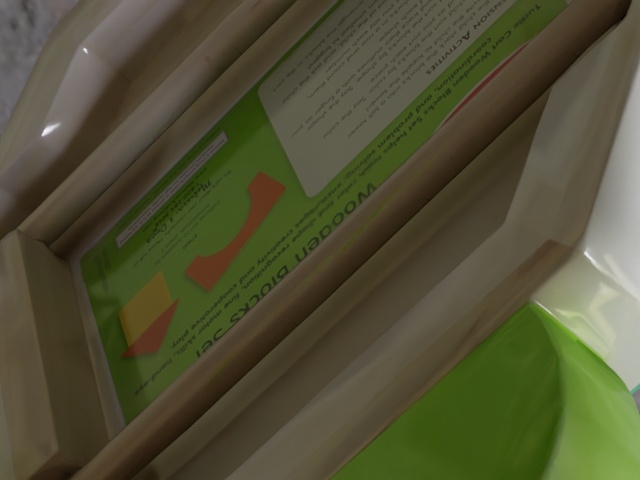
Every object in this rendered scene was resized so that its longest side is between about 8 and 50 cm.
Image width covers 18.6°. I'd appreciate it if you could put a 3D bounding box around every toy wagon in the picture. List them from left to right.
[{"bbox_3d":[0.000,0.000,0.486,0.267,0.068,0.344,-44,34,14],"label":"toy wagon"}]
